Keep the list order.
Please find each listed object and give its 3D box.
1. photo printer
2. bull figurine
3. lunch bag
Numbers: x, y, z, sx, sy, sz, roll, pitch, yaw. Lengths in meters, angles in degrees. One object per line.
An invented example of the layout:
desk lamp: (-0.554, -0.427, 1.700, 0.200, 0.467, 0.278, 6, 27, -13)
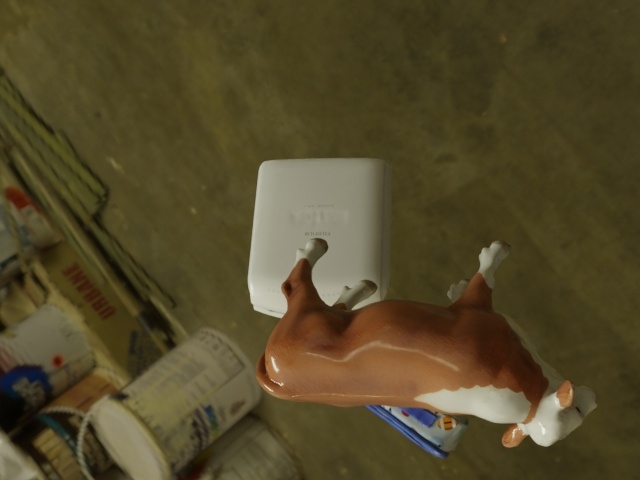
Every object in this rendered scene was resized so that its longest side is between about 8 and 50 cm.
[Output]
photo printer: (0.000, 0.000, 1.732, 0.256, 0.307, 0.107, 0, 152, 8)
bull figurine: (0.099, 0.093, 0.884, 0.310, 0.188, 0.101, 5, 134, 5)
lunch bag: (0.168, 0.334, 2.020, 0.303, 0.115, 0.243, 34, -179, 10)
